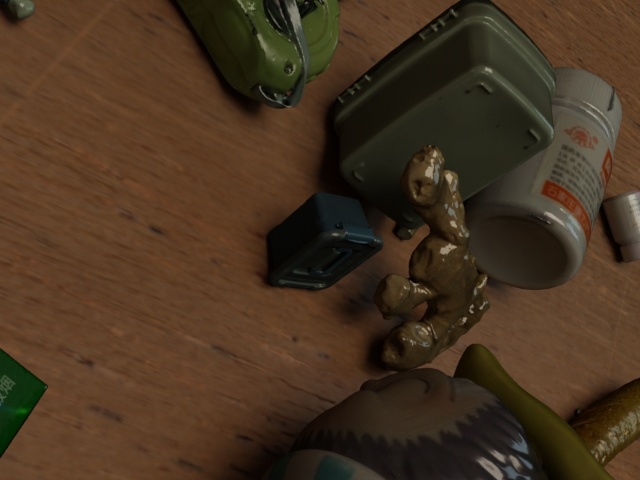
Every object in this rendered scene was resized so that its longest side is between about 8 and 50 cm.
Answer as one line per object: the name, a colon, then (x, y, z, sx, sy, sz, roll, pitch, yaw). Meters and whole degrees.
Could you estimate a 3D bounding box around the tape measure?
tape measure: (-0.051, -0.215, 0.951, 0.154, 0.087, 0.177, -39, 105, -44)

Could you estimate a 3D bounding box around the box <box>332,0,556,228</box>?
box: (0.118, -0.122, 0.982, 0.148, 0.210, 0.129, 37, 37, -27)

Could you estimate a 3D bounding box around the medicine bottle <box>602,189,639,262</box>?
medicine bottle: (0.411, -0.019, 1.334, 0.052, 0.052, 0.089, -14, 85, -44)

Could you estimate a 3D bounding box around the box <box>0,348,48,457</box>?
box: (-0.304, 0.077, 0.651, 0.235, 0.034, 0.132, 46, 50, -21)

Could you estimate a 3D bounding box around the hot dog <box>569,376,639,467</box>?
hot dog: (0.324, 0.221, 1.152, 0.286, 0.088, 0.061, -23, 86, -48)

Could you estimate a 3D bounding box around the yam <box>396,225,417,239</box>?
yam: (0.112, -0.043, 1.087, 0.021, 0.021, 0.116, 49, 48, -19)

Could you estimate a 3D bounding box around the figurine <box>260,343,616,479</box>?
figurine: (0.025, 0.296, 0.801, 0.378, 0.266, 0.361, -10, 105, -20)

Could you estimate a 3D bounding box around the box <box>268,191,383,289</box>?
box: (0.000, 0.000, 0.920, 0.074, 0.099, 0.054, 11, 54, -40)

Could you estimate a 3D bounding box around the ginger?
ginger: (0.100, 0.032, 0.951, 0.149, 0.065, 0.258, -46, 143, -27)

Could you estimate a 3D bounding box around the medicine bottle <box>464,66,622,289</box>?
medicine bottle: (0.257, -0.077, 1.151, 0.144, 0.144, 0.252, 44, 50, -23)

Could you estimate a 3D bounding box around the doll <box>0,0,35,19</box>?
doll: (-0.246, -0.229, 0.793, 0.050, 0.076, 0.083, 12, 65, 7)
